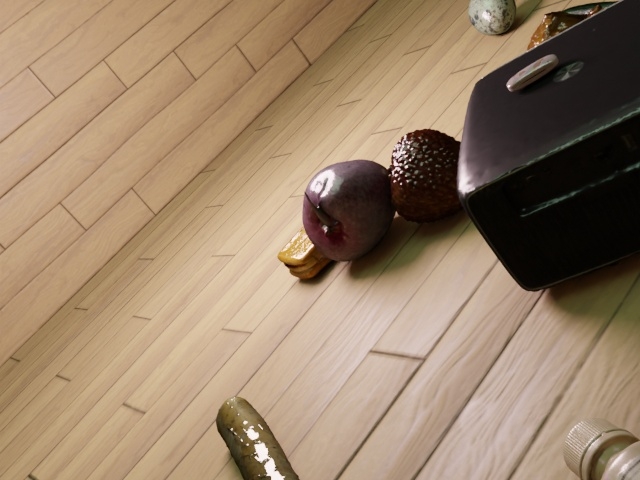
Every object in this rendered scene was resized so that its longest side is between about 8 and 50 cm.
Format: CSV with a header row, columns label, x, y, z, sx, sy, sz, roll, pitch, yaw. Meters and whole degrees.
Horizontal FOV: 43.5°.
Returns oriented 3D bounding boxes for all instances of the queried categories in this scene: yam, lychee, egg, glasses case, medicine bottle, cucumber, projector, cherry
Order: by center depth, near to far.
label,x,y,z,sx,sy,sz,roll,pitch,yaw
medicine bottle,0.320,0.244,0.735,0.114,0.114,0.252,-40,20,-4
projector,0.430,-0.159,1.209,0.395,0.242,0.405,-25,25,28
glasses case,0.320,-0.253,1.211,0.083,0.021,0.032,-30,25,22
yam,-0.096,0.341,1.263,0.083,0.083,0.371,-42,22,-9
lychee,0.217,-0.129,1.573,0.194,0.194,0.194,-32,22,15
cherry,0.060,-0.066,1.660,0.266,0.183,0.213,-25,-34,-39
cucumber,0.628,-0.535,1.913,0.056,0.056,0.284,-45,21,-18
egg,0.484,-0.642,2.255,0.132,0.132,0.172,-29,34,23

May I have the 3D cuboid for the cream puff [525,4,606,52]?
label,x,y,z,sx,sy,sz,roll,pitch,yaw
cream puff,0.510,-0.349,1.501,0.269,0.155,0.241,-2,1,-39

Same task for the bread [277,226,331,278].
label,x,y,z,sx,sy,sz,roll,pitch,yaw
bread,0.000,0.000,1.798,0.200,0.077,0.116,-47,21,-26
